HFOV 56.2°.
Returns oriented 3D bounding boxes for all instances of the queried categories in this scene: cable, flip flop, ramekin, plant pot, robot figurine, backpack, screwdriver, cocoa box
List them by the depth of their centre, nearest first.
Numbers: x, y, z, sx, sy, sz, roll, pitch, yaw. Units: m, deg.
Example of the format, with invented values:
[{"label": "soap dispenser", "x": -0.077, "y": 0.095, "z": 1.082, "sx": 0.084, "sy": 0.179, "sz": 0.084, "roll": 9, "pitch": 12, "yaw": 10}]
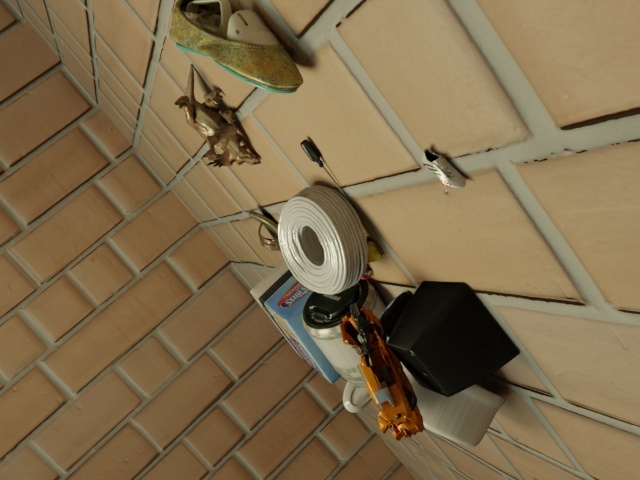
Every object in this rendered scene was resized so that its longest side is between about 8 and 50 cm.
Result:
[{"label": "plant pot", "x": 0.251, "y": 0.208, "z": 1.231, "sx": 0.187, "sy": 0.167, "sz": 0.188, "roll": 51, "pitch": 166, "yaw": -9}, {"label": "robot figurine", "x": 0.126, "y": 0.272, "z": 1.290, "sx": 0.211, "sy": 0.085, "sz": 0.291, "roll": 49, "pitch": -166, "yaw": -55}, {"label": "screwdriver", "x": 0.010, "y": -0.148, "z": 1.291, "sx": 0.025, "sy": 0.024, "sz": 0.170, "roll": -12, "pitch": 125, "yaw": 39}, {"label": "cable", "x": 0.000, "y": 0.000, "z": 1.404, "sx": 0.257, "sy": 0.089, "sz": 0.257, "roll": 27, "pitch": 130, "yaw": 44}, {"label": "ramekin", "x": 0.283, "y": 0.375, "z": 1.430, "sx": 0.277, "sy": 0.135, "sz": 0.277, "roll": 26, "pitch": 175, "yaw": 2}, {"label": "backpack", "x": 0.198, "y": 0.197, "z": 1.450, "sx": 0.105, "sy": 0.114, "sz": 0.084, "roll": 44, "pitch": 165, "yaw": 11}, {"label": "cocoa box", "x": -0.011, "y": 0.236, "z": 1.907, "sx": 0.228, "sy": 0.231, "sz": 0.347, "roll": 31, "pitch": 157, "yaw": 50}, {"label": "flip flop", "x": -0.155, "y": 0.011, "z": 2.041, "sx": 0.277, "sy": 0.080, "sz": 0.112, "roll": 55, "pitch": 164, "yaw": -24}]

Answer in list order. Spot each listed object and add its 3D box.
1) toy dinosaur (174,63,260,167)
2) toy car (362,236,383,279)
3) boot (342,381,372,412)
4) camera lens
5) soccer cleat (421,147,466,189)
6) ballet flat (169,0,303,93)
[{"label": "toy dinosaur", "x": -0.288, "y": -0.299, "z": 1.573, "sx": 0.296, "sy": 0.127, "sz": 0.200, "roll": 55, "pitch": 171, "yaw": -5}, {"label": "toy car", "x": 0.049, "y": 0.001, "z": 1.495, "sx": 0.225, "sy": 0.053, "sz": 0.239, "roll": 45, "pitch": 165, "yaw": 9}, {"label": "boot", "x": 0.162, "y": 0.393, "z": 1.774, "sx": 0.095, "sy": 0.258, "sz": 0.123, "roll": 36, "pitch": 161, "yaw": 2}, {"label": "camera lens", "x": 0.095, "y": 0.246, "z": 1.661, "sx": 0.219, "sy": 0.219, "sz": 0.274, "roll": 25, "pitch": 153, "yaw": 55}, {"label": "soccer cleat", "x": 0.183, "y": -0.107, "z": 0.894, "sx": 0.083, "sy": 0.029, "sz": 0.036, "roll": 46, "pitch": 170, "yaw": 27}, {"label": "ballet flat", "x": -0.159, "y": -0.366, "z": 1.073, "sx": 0.348, "sy": 0.123, "sz": 0.123, "roll": 34, "pitch": 160, "yaw": 37}]
